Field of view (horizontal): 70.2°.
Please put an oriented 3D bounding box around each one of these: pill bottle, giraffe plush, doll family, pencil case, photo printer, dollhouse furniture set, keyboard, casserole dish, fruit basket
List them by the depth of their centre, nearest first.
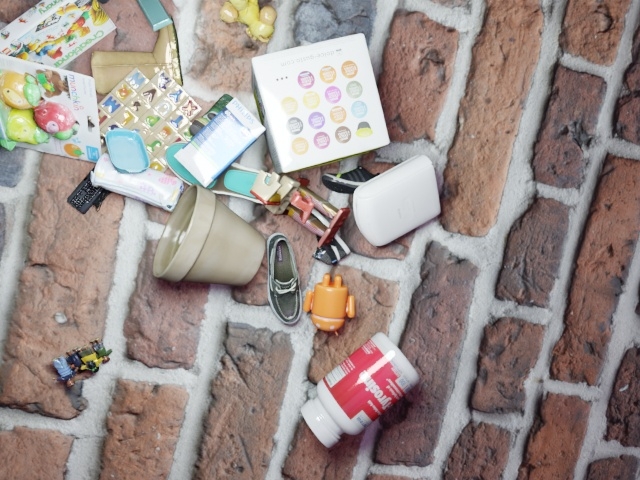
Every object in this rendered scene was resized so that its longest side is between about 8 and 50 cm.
[{"bbox_3d":[-0.843,-0.376,1.344,0.353,0.165,0.327,16,137,-8],"label":"fruit basket"},{"bbox_3d":[-0.067,-0.088,1.421,0.201,0.374,0.152,36,104,14],"label":"dollhouse furniture set"},{"bbox_3d":[-0.609,-0.275,1.434,0.114,0.037,0.188,-7,59,-36],"label":"casserole dish"},{"bbox_3d":[-0.218,-0.727,1.476,0.170,0.210,0.181,34,65,-17],"label":"giraffe plush"},{"bbox_3d":[-0.590,-0.183,1.479,0.273,0.113,0.124,21,52,-17],"label":"pencil case"},{"bbox_3d":[-0.742,-0.175,1.506,0.100,0.038,0.192,39,89,-12],"label":"keyboard"},{"bbox_3d":[-0.806,0.416,1.541,0.193,0.076,0.111,-22,104,-3],"label":"doll family"},{"bbox_3d":[0.265,-0.131,1.613,0.307,0.107,0.256,-28,132,-7],"label":"photo printer"},{"bbox_3d":[0.137,0.541,1.645,0.407,0.229,0.229,-39,101,-4],"label":"pill bottle"}]

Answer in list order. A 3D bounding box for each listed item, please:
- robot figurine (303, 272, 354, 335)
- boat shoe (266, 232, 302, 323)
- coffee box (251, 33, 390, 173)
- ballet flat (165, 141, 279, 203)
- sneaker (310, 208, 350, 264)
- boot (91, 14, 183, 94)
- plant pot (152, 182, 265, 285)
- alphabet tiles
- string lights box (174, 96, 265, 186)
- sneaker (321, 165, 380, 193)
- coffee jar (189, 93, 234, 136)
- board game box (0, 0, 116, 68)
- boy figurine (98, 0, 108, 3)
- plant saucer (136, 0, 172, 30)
[{"bbox_3d":[0.035,0.230,1.644,0.158,0.128,0.219,4,96,-35],"label":"robot figurine"},{"bbox_3d":[-0.135,0.143,1.608,0.121,0.119,0.335,-12,98,-9],"label":"boat shoe"},{"bbox_3d":[-0.018,-0.410,1.461,0.337,0.338,0.334,-16,99,-8],"label":"coffee box"},{"bbox_3d":[-0.320,-0.216,1.526,0.400,0.139,0.139,19,92,5],"label":"ballet flat"},{"bbox_3d":[0.000,0.000,1.638,0.121,0.079,0.217,-41,103,-5],"label":"sneaker"},{"bbox_3d":[-0.594,-0.599,1.465,0.269,0.089,0.236,-6,96,-9],"label":"boot"},{"bbox_3d":[-0.345,0.015,1.483,0.280,0.323,0.323,25,91,-28],"label":"plant pot"},{"bbox_3d":[-0.572,-0.376,1.492,0.342,0.011,0.285,-43,112,3],"label":"alphabet tiles"},{"bbox_3d":[-0.308,-0.300,1.411,0.259,0.077,0.133,-44,100,-3],"label":"string lights box"},{"bbox_3d":[0.118,-0.223,1.651,0.234,0.084,0.097,9,72,-14],"label":"sneaker"},{"bbox_3d":[-0.342,-0.393,1.505,0.096,0.079,0.184,37,66,5],"label":"coffee jar"},{"bbox_3d":[-0.791,-0.625,1.370,0.305,0.193,0.053,-39,83,-4],"label":"board game box"},{"bbox_3d":[-0.590,-0.839,1.400,0.285,0.092,0.177,-55,130,-28],"label":"boy figurine"},{"bbox_3d":[-0.538,-0.747,1.448,0.067,0.018,0.192,-29,70,-7],"label":"plant saucer"}]
